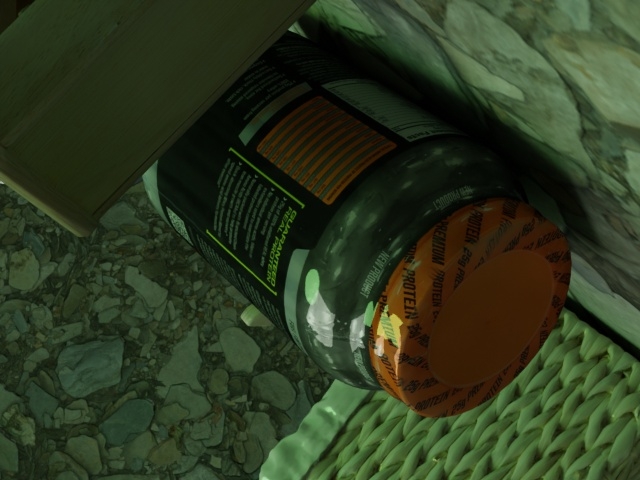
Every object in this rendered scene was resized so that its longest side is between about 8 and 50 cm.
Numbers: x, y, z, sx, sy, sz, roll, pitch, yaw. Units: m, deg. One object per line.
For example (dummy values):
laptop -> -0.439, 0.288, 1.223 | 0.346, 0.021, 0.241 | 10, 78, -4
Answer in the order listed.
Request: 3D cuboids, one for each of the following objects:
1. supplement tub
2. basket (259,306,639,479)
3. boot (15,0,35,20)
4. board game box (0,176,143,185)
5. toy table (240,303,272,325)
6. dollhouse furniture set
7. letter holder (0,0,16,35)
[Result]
supplement tub -> 0.018, -0.022, 0.835 | 0.338, 0.207, 0.207 | 40, 173, 42
basket -> 0.174, 0.238, 1.063 | 0.266, 0.331, 0.328 | 38, 173, 33
boot -> -0.371, -0.307, 1.495 | 0.264, 0.096, 0.280 | 87, 170, -67
board game box -> -0.366, -0.149, 1.490 | 0.318, 0.065, 0.319 | 11, -160, 17
toy table -> -0.021, 0.094, 1.947 | 0.252, 0.161, 0.274 | 15, -153, -46
dollhouse furniture set -> -0.227, -0.237, 0.720 | 0.394, 0.256, 0.362 | 42, 174, 17
letter holder -> -0.413, -0.254, 1.734 | 0.302, 0.214, 0.152 | 26, 174, -1
